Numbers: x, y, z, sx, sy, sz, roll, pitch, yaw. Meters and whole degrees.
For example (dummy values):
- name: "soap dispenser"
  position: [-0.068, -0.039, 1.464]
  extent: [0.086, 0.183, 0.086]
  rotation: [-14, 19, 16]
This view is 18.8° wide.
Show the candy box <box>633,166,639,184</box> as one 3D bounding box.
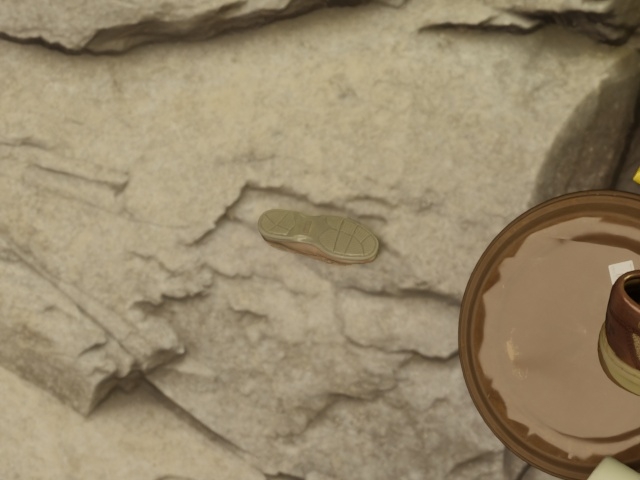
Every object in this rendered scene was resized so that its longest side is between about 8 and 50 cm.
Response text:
- name: "candy box"
  position: [0.398, -0.050, 1.752]
  extent: [0.206, 0.027, 0.105]
  rotation: [31, 96, 18]

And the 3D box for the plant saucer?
- name: "plant saucer"
  position: [0.257, 0.090, 1.795]
  extent: [0.278, 0.041, 0.278]
  rotation: [-1, 88, 20]

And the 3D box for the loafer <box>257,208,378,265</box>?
- name: "loafer"
  position: [0.000, 0.000, 1.896]
  extent: [0.125, 0.039, 0.045]
  rotation: [14, 61, 17]

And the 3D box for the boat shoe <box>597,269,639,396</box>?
- name: "boat shoe"
  position: [0.401, 0.088, 1.586]
  extent: [0.342, 0.123, 0.123]
  rotation: [14, 54, 13]

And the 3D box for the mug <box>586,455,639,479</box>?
- name: "mug"
  position: [0.307, 0.373, 1.597]
  extent: [0.328, 0.374, 0.276]
  rotation: [32, 82, 13]
